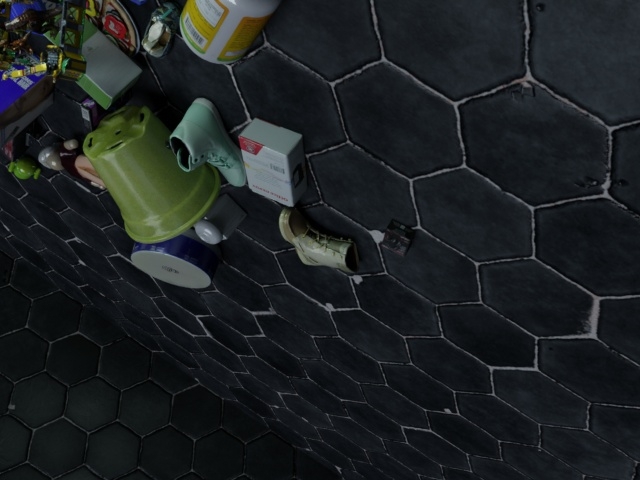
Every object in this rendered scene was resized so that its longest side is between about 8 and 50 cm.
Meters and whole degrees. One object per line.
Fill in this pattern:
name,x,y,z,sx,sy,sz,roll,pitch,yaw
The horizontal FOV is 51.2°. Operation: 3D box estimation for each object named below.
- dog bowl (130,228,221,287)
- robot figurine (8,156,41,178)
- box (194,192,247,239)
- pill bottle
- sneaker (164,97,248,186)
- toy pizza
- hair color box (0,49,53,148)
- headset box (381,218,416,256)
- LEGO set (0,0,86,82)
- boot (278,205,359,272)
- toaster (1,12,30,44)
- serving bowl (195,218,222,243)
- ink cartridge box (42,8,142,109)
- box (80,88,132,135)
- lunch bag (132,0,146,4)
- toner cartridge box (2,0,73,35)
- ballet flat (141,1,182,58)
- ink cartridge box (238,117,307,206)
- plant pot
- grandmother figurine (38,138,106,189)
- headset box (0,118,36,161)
dog bowl,-0.451,0.049,2.087,0.264,0.104,0.265,13,155,6
robot figurine,-1.044,-0.256,2.359,0.101,0.067,0.115,19,161,-32
box,-0.279,-0.059,1.830,0.087,0.102,0.101,48,148,-18
pill bottle,-0.141,-0.417,1.130,0.136,0.136,0.245,41,150,-11
sneaker,-0.270,-0.191,1.578,0.094,0.151,0.256,10,144,34
toy pizza,-0.490,-0.488,1.488,0.201,0.032,0.201,25,149,16
hair color box,-0.863,-0.340,1.773,0.110,0.339,0.185,36,151,-6
headset box,0.176,-0.003,1.518,0.062,0.032,0.083,28,149,11
LEGO set,-0.625,-0.444,1.315,0.331,0.255,0.192,22,-168,25
boot,0.000,0.000,1.659,0.165,0.077,0.213,13,149,35
toaster,-0.861,-0.529,1.652,0.146,0.227,0.129,49,151,10
serving bowl,-0.303,-0.018,1.782,0.083,0.027,0.083,25,149,16
ink cartridge box,-0.515,-0.408,1.485,0.209,0.109,0.062,43,149,-13
box,-0.512,-0.335,1.605,0.029,0.162,0.116,29,151,2
lunch bag,-0.398,-0.570,1.211,0.293,0.138,0.221,29,153,-16
toner cartridge box,-0.682,-0.619,1.450,0.165,0.075,0.348,18,147,24
ballet flat,-0.343,-0.428,1.394,0.070,0.070,0.188,39,151,-7
ink cartridge box,-0.104,-0.175,1.510,0.127,0.072,0.175,24,149,19
plant pot,-0.422,-0.178,1.611,0.276,0.276,0.254,10,146,37
grandmother figurine,-0.730,-0.230,2.050,0.342,0.104,0.208,16,137,25
headset box,-1.021,-0.393,2.092,0.293,0.110,0.218,39,151,-8
